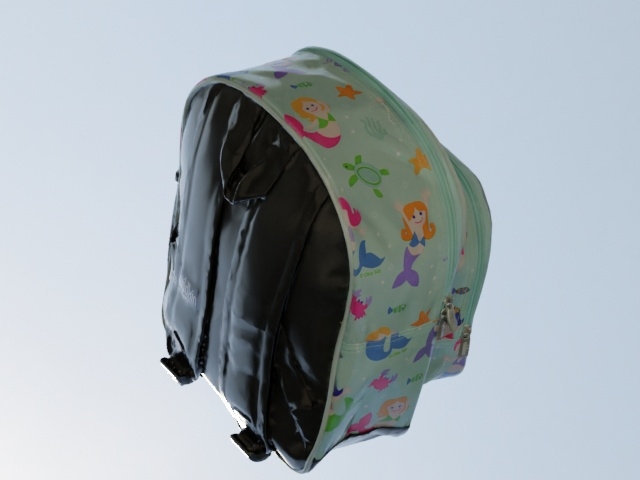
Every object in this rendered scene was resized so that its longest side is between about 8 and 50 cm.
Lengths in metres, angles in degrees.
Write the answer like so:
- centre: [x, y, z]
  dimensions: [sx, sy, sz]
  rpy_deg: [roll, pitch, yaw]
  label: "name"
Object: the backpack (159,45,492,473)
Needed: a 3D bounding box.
- centre: [0.000, 0.000, 1.071]
  dimensions: [0.191, 0.253, 0.225]
  rpy_deg: [-22, -134, -28]
  label: "backpack"
